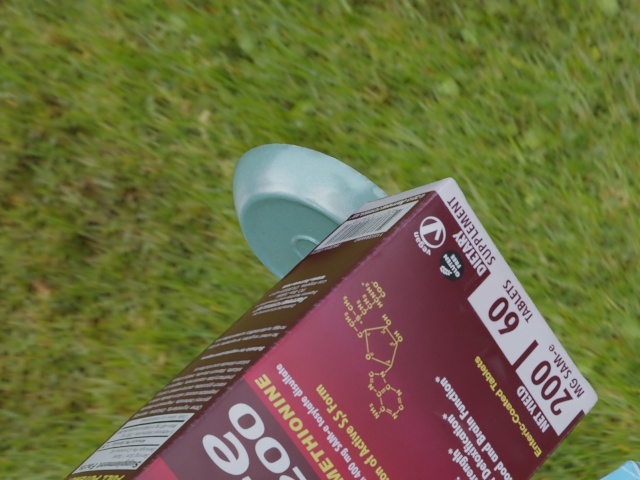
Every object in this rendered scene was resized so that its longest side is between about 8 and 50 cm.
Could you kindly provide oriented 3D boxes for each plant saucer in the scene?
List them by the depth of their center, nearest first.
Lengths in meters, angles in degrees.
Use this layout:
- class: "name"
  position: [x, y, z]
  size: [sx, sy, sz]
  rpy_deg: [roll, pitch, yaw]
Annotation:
- class: "plant saucer"
  position: [0.000, 0.000, 0.926]
  size: [0.119, 0.119, 0.021]
  rpy_deg: [27, 59, 14]

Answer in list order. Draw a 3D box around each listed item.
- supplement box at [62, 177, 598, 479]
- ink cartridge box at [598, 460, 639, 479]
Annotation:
- class: "supplement box"
  position: [0.000, 0.095, 0.750]
  size: [0.239, 0.073, 0.130]
  rpy_deg: [-43, 106, -31]
- class: "ink cartridge box"
  position: [0.193, 0.277, 1.002]
  size: [0.168, 0.171, 0.233]
  rpy_deg: [-35, 56, 21]
